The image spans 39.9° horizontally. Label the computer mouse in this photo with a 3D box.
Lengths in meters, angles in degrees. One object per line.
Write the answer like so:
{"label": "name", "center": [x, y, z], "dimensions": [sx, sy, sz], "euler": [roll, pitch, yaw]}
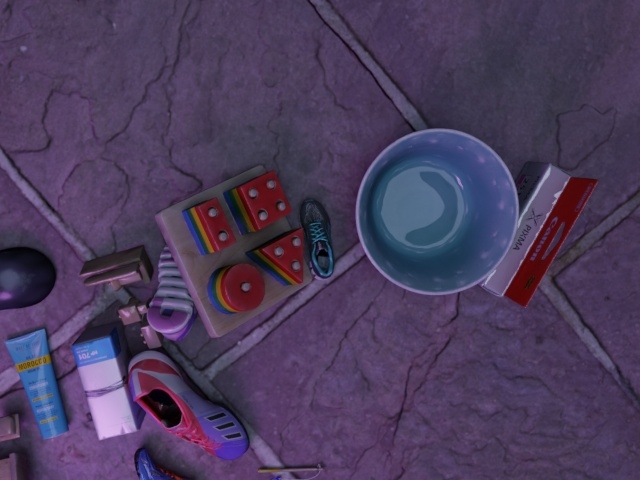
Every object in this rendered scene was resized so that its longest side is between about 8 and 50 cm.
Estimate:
{"label": "computer mouse", "center": [-0.646, 0.089, 1.679], "dimensions": [0.272, 0.072, 0.188], "euler": [-11, 96, -5]}

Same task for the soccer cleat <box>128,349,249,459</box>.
{"label": "soccer cleat", "center": [-0.252, 0.344, 1.689], "dimensions": [0.109, 0.116, 0.318], "euler": [-32, 120, 13]}

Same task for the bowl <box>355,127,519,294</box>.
{"label": "bowl", "center": [0.210, -0.059, 1.711], "dimensions": [0.312, 0.163, 0.311], "euler": [-1, 95, -6]}

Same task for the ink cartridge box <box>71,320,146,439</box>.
{"label": "ink cartridge box", "center": [-0.402, 0.265, 1.689], "dimensions": [0.082, 0.139, 0.190], "euler": [-13, 97, -3]}

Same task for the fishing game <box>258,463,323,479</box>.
{"label": "fishing game", "center": [-0.071, 0.595, 1.813], "dimensions": [0.189, 0.041, 0.263], "euler": [-5, 88, -6]}

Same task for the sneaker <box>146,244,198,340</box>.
{"label": "sneaker", "center": [-0.264, 0.092, 1.688], "dimensions": [0.095, 0.104, 0.236], "euler": [7, 56, 9]}

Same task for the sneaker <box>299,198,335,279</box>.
{"label": "sneaker", "center": [0.000, 0.000, 1.737], "dimensions": [0.065, 0.076, 0.166], "euler": [-15, 97, -5]}

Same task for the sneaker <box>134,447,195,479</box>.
{"label": "sneaker", "center": [-0.295, 0.497, 1.766], "dimensions": [0.087, 0.083, 0.221], "euler": [-38, 104, -15]}

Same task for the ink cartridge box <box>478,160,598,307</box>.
{"label": "ink cartridge box", "center": [0.395, -0.019, 1.696], "dimensions": [0.060, 0.239, 0.275], "euler": [29, 92, -9]}

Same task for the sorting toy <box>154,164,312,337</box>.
{"label": "sorting toy", "center": [-0.137, 0.011, 1.651], "dimensions": [0.257, 0.089, 0.255], "euler": [-30, 100, -39]}

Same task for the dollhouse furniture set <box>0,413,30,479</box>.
{"label": "dollhouse furniture set", "center": [-0.695, 0.548, 1.717], "dimensions": [0.304, 0.174, 0.355], "euler": [-11, 71, 3]}

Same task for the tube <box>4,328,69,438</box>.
{"label": "tube", "center": [-0.548, 0.283, 1.726], "dimensions": [0.080, 0.052, 0.207], "euler": [-18, 92, -11]}

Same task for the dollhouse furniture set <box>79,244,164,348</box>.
{"label": "dollhouse furniture set", "center": [-0.380, 0.120, 1.690], "dimensions": [0.123, 0.144, 0.151], "euler": [-15, 115, 5]}
